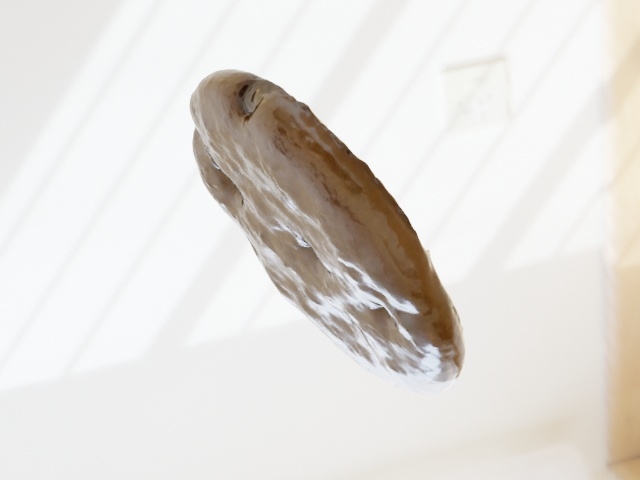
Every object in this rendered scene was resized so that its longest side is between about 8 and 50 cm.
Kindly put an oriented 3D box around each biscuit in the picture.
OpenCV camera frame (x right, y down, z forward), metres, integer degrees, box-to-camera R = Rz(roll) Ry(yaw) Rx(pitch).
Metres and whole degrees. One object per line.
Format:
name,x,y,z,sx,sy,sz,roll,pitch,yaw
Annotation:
biscuit,0.000,0.000,0.906,0.212,0.036,0.212,47,163,19
